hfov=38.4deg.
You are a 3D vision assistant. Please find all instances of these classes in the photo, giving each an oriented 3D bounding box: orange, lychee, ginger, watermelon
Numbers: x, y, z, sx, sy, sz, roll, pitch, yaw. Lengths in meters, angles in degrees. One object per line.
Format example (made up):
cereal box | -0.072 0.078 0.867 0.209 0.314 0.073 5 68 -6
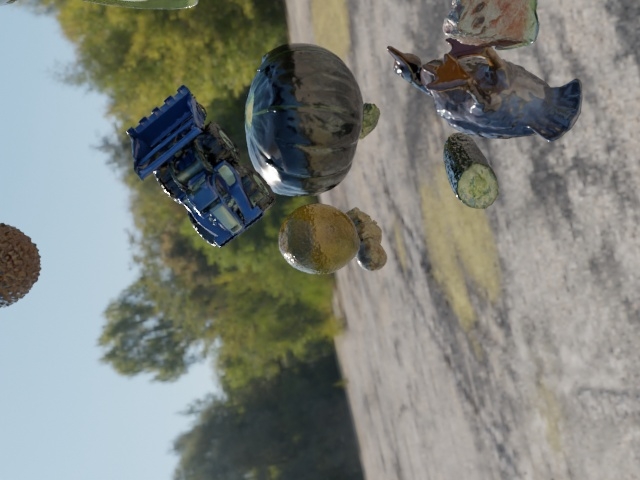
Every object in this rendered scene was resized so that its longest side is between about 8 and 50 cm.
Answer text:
orange | 0.000 0.000 1.071 0.085 0.095 0.085 -168 90 -75
lychee | -0.664 0.049 1.860 0.238 0.200 0.200 -27 -74 -71
ginger | 0.094 0.002 2.037 0.080 0.104 0.204 46 -178 -32
watermelon | 0.194 -0.304 1.133 0.071 0.139 0.187 26 149 49

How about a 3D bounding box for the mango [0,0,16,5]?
mango | -0.522 -0.502 1.195 0.220 0.302 0.444 -50 -43 -34

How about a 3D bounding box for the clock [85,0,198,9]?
clock | -0.325 -0.423 1.559 0.235 0.235 0.029 -121 33 -86

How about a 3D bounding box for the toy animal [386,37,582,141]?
toy animal | 0.227 -0.216 1.300 0.122 0.298 0.185 -65 -21 -10

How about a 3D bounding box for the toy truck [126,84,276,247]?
toy truck | -0.167 -0.094 1.240 0.208 0.113 0.126 51 -168 -7

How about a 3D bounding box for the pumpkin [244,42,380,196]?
pumpkin | -0.008 -0.221 1.769 0.296 0.296 0.295 168 90 -89

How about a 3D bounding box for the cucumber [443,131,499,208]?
cucumber | 0.251 -0.131 1.587 0.241 0.075 0.074 -94 -6 -64
